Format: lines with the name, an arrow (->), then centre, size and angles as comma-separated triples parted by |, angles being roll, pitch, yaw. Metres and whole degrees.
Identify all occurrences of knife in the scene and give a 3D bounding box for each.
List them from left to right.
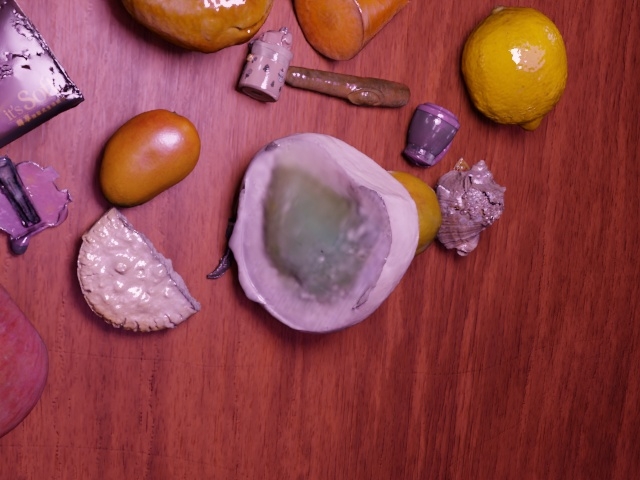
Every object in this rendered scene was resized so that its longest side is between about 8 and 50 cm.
knife -> -0.189, -0.017, 1.378 | 0.045, 0.021, 0.222 | 21, 88, -26

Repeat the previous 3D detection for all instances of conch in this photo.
conch -> 0.365, -0.081, 1.574 | 0.178, 0.163, 0.245 | 11, 101, 3

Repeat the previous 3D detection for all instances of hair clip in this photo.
hair clip -> -0.545, -0.083, 1.153 | 0.146, 0.056, 0.187 | -33, 131, -17

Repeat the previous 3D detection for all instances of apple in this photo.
apple -> -0.615, 0.180, 1.011 | 0.269, 0.345, 0.344 | -41, 114, -26

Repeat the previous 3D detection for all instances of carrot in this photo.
carrot -> 0.058, -0.350, 1.439 | 0.342, 0.070, 0.070 | 2, 96, -27
carrot -> 0.091, -0.540, 1.387 | 0.254, 0.196, 0.196 | -43, 115, -28

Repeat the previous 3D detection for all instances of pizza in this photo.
pizza -> 0.380, -0.151, 1.657 | 0.099, 0.029, 0.100 | 34, 82, -28

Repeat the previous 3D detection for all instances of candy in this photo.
candy -> 0.000, 0.000, 1.336 | 0.386, 0.186, 0.427 | 24, 109, 10

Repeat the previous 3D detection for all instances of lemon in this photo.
lemon -> 0.477, -0.418, 1.549 | 0.245, 0.245, 0.320 | -30, 112, -21

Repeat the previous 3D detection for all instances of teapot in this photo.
teapot -> 0.264, -0.253, 1.553 | 0.116, 0.148, 0.146 | 28, 96, 7

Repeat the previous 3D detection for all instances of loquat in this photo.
loquat -> 0.153, -0.056, 1.459 | 0.246, 0.213, 0.213 | 4, 95, -17

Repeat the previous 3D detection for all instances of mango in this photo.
mango -> -0.337, -0.162, 1.223 | 0.221, 0.120, 0.151 | -35, 113, -11

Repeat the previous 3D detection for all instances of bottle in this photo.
bottle -> -0.110, -0.377, 1.328 | 0.099, 0.099, 0.152 | 19, 86, -29

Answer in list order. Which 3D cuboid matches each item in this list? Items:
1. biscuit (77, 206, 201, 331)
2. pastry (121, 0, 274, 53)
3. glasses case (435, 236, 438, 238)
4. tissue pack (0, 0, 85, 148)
biscuit -> -0.373, 0.088, 1.259 | 0.179, 0.084, 0.281 | -46, 116, -15
pastry -> -0.225, -0.526, 1.178 | 0.356, 0.164, 0.356 | 4, 79, -20
glasses case -> 0.321, -0.032, 1.632 | 0.178, 0.045, 0.067 | 17, 87, -29
tissue pack -> -0.602, -0.223, 1.028 | 0.370, 0.198, 0.210 | -39, 111, -19
